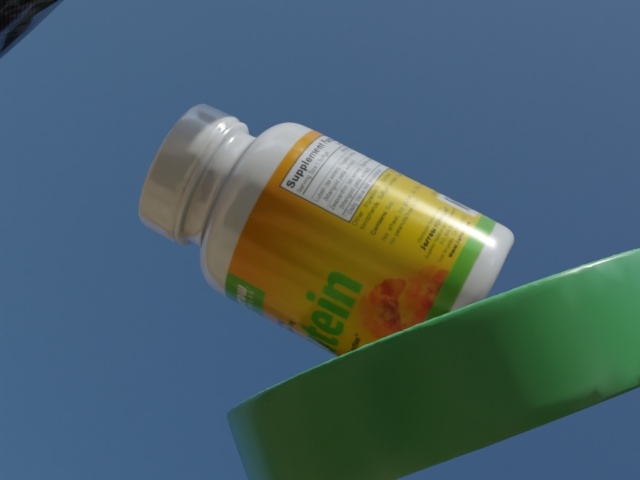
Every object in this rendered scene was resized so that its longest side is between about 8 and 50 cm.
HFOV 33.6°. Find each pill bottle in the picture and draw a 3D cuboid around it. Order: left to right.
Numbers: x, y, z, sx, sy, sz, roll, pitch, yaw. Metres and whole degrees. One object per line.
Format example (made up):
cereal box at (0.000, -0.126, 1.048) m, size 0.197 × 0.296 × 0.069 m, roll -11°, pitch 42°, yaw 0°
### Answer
pill bottle at (0.000, 0.000, 0.758) m, size 0.245 × 0.136 × 0.136 m, roll 27°, pitch -70°, yaw 9°

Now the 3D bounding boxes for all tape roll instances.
tape roll at (0.099, 0.096, 0.717) m, size 0.321 × 0.321 × 0.077 m, roll -27°, pitch -103°, yaw 27°

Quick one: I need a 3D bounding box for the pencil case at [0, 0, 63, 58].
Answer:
pencil case at (-0.250, -0.099, 0.435) m, size 0.410 × 0.160 × 0.184 m, roll -37°, pitch -89°, yaw 11°
